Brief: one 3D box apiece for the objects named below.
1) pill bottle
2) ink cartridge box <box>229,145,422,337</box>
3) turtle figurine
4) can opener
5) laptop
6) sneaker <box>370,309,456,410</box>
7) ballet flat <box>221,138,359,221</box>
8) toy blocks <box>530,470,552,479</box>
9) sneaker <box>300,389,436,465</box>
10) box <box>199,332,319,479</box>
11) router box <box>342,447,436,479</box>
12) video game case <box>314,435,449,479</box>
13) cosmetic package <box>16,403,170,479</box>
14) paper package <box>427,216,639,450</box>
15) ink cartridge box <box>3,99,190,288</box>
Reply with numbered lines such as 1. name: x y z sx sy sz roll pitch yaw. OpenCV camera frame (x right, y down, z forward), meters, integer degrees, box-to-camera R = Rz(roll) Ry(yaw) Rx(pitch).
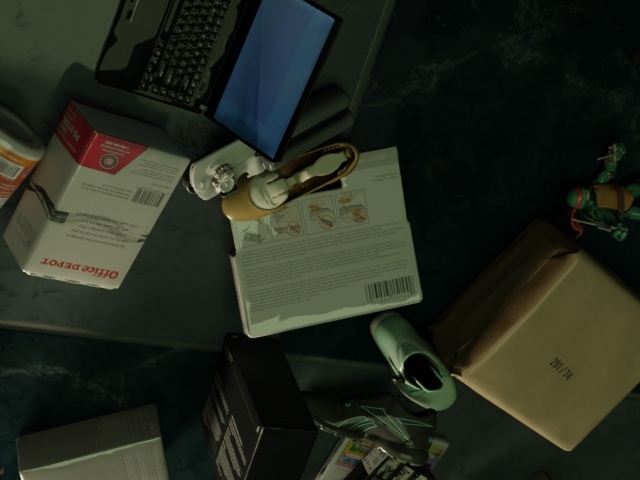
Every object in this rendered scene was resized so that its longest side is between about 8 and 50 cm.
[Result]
1. pill bottle: -0.496 -0.083 1.538 0.121 0.121 0.216 36 103 -31
2. ink cartridge box: 0.000 0.000 1.786 0.296 0.066 0.261 -11 96 -13
3. turtle figurine: 0.508 -0.076 1.886 0.234 0.118 0.175 2 77 -21
4. can opener: -0.082 -0.152 1.664 0.280 0.093 0.074 -28 135 -12
5. laptop: -0.147 -0.266 1.540 0.264 0.136 0.234 16 112 -25
6. sneaker: 0.182 0.249 1.937 0.094 0.151 0.256 -37 125 2
7. ballet flat: -0.045 -0.098 1.695 0.232 0.073 0.080 -28 97 -10
8. toy blocks: 0.357 0.655 2.162 0.308 0.260 0.289 -4 120 -17
9. sneaker: 0.083 0.309 1.965 0.267 0.101 0.106 22 93 -11
10. box: -0.107 0.301 1.803 0.103 0.261 0.184 6 117 -22
11. router box: 0.110 0.472 2.073 0.133 0.046 0.179 36 104 -31
12. video game case: 0.111 0.430 2.093 0.212 0.023 0.193 21 111 -26
13. cosmetic package: -0.380 0.375 1.852 0.237 0.107 0.127 -9 121 -10
14. paper package: 0.413 0.167 1.958 0.325 0.168 0.309 36 103 -30
15. ink cartridge box: -0.326 -0.061 1.594 0.172 0.100 0.237 14 114 -45
